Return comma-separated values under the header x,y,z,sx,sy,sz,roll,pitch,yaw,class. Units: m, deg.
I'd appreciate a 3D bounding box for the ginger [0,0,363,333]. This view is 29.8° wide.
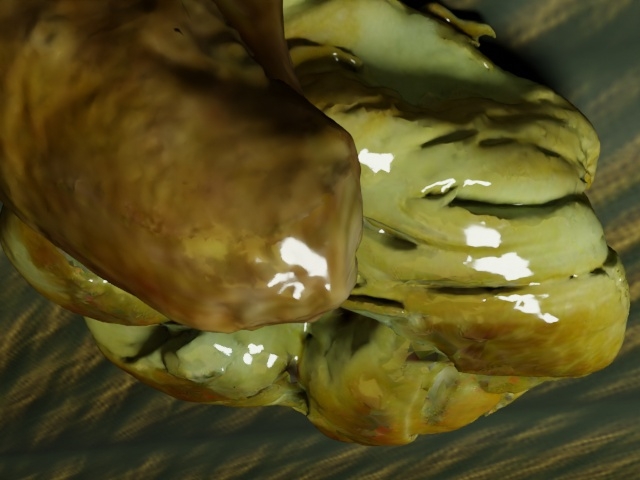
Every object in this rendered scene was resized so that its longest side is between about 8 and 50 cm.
x,y,z,sx,sy,sz,roll,pitch,yaw,class
-0.089,-0.100,0.494,0.165,0.321,0.172,-24,173,-34,ginger

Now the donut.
x,y,z,sx,sy,sz,roll,pitch,yaw,class
0.000,0.000,0.706,0.360,0.170,0.360,8,150,5,donut
